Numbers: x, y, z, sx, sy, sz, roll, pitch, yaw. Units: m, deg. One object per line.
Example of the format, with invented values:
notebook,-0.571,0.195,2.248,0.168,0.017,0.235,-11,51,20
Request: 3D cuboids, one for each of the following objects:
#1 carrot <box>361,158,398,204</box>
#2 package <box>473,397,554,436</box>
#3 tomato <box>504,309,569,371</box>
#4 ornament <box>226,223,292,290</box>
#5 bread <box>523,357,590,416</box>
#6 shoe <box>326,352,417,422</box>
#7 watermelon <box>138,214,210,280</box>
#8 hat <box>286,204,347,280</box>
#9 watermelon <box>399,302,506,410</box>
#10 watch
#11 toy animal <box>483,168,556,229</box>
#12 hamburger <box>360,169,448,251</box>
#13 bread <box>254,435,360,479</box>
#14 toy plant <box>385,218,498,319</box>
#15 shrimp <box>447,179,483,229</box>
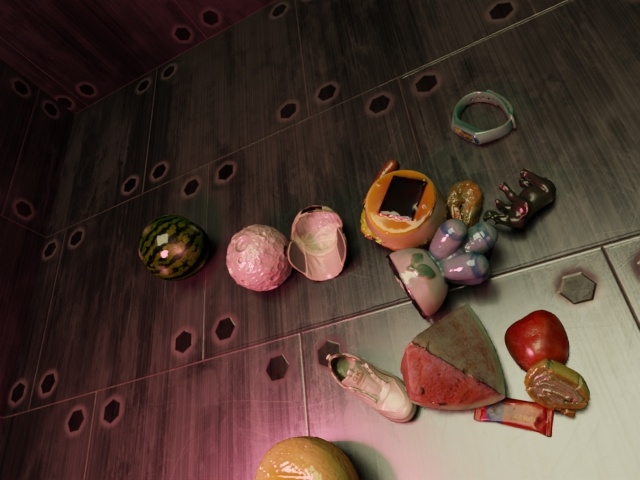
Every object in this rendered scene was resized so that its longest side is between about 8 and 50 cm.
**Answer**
carrot,0.222,-0.222,1.846,0.048,0.048,0.216,38,91,38
package,0.518,0.464,1.308,0.200,0.022,0.083,3,66,29
tomato,0.597,0.277,1.327,0.166,0.082,0.174,-33,50,10
ornament,-0.235,0.061,1.835,0.259,0.225,0.260,-13,59,23
bread,0.607,0.377,1.243,0.156,0.064,0.118,22,114,22
shoe,0.136,0.427,1.465,0.316,0.159,0.124,21,75,39
watermelon,-0.614,0.030,2.038,0.284,0.285,0.286,-14,58,23
hat,0.001,0.008,1.787,0.231,0.161,0.276,-17,81,20
watermelon,0.332,0.310,1.374,0.282,0.293,0.250,-26,22,18
watch,0.586,-0.441,1.742,0.195,0.068,0.237,-45,48,-2
toy animal,0.622,-0.125,1.512,0.245,0.114,0.146,-43,51,3
hamburger,0.284,-0.100,1.656,0.293,0.179,0.276,12,72,25
bread,-0.037,0.708,1.357,0.320,0.237,0.321,-16,57,26
toy plant,0.390,0.060,1.475,0.332,0.247,0.247,-33,53,9
shrimp,0.475,-0.102,1.614,0.115,0.051,0.217,8,73,14
